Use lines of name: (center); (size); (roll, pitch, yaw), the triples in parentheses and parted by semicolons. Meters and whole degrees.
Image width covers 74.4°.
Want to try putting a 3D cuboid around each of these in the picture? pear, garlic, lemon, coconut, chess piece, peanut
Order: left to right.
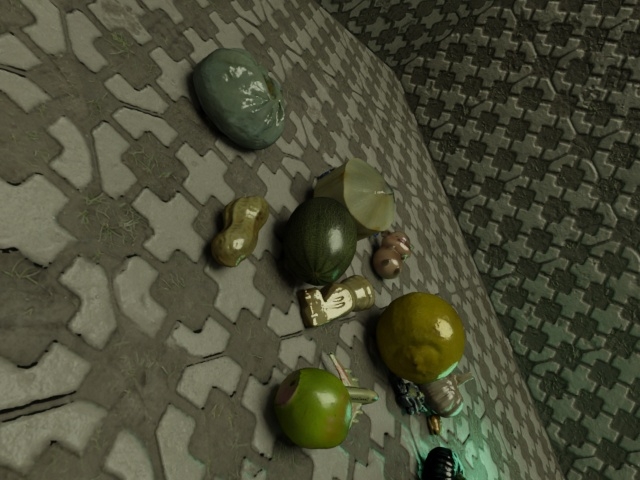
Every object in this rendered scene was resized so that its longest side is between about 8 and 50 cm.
peanut: (-0.221, -0.035, 1.158); (0.125, 0.111, 0.275); (43, 35, -24)
pear: (-0.008, 0.424, 1.062); (0.219, 0.187, 0.188); (39, 37, -18)
chess piece: (0.048, 0.204, 1.409); (0.300, 0.137, 0.137); (-12, 77, -48)
coconut: (0.133, -0.151, 1.600); (0.323, 0.322, 0.323); (37, 39, -38)
lemon: (0.370, 0.353, 1.572); (0.348, 0.347, 0.348); (37, 39, -38)
garlic: (0.525, 0.597, 1.722); (0.219, 0.212, 0.219); (49, 14, -17)

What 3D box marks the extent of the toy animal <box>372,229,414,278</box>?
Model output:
toy animal: (0.324, 0.064, 1.891); (0.166, 0.154, 0.250); (44, 52, -13)

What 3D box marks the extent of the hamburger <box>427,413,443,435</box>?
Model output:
hamburger: (0.465, 0.742, 1.696); (0.076, 0.044, 0.083); (28, 43, -49)

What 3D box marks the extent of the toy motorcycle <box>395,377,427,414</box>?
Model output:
toy motorcycle: (0.344, 0.603, 1.597); (0.193, 0.061, 0.124); (39, 37, -32)

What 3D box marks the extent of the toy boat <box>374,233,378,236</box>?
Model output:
toy boat: (0.261, -0.079, 1.988); (0.110, 0.091, 0.175); (72, 19, -50)

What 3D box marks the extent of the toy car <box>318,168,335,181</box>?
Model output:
toy car: (0.066, -0.218, 1.778); (0.171, 0.080, 0.070); (46, 37, -30)

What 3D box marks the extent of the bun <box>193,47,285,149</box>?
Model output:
bun: (-0.245, -0.477, 1.377); (0.354, 0.194, 0.355); (40, 36, -37)

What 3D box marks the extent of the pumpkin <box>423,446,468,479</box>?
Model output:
pumpkin: (0.435, 0.832, 1.489); (0.194, 0.150, 0.194); (57, 9, -14)

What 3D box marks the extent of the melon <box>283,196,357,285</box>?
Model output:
melon: (0.000, 0.000, 1.348); (0.237, 0.237, 0.302); (42, 36, -32)

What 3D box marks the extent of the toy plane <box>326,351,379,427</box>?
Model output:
toy plane: (0.076, 0.458, 1.250); (0.256, 0.104, 0.242); (31, 41, -43)
